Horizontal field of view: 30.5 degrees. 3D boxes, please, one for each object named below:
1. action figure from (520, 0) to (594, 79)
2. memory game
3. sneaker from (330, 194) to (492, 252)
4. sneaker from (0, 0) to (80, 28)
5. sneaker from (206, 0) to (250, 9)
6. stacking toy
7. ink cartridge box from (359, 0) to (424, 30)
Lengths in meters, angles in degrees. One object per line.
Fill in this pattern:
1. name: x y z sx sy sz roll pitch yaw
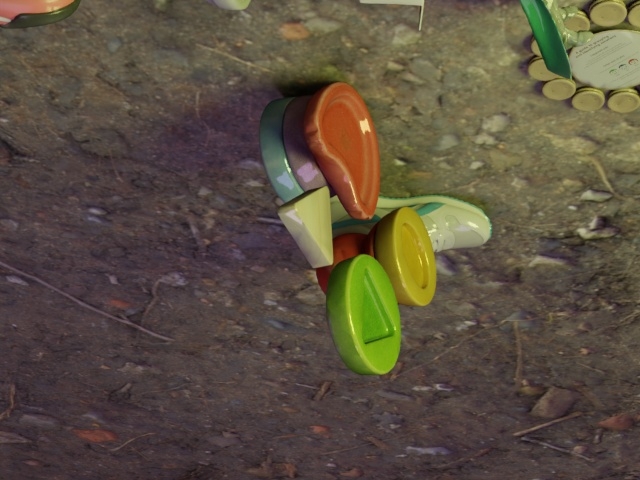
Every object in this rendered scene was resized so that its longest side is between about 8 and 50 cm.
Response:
1. action figure: 0.176 -0.268 1.055 0.063 0.137 0.232 -30 130 13
2. memory game: 0.311 -0.193 1.240 0.186 0.012 0.186 5 150 3
3. sneaker: 0.106 -0.005 1.517 0.229 0.092 0.087 2 148 4
4. sneaker: -0.331 -0.299 0.984 0.314 0.116 0.136 37 135 4
5. sneaker: -0.175 -0.317 1.030 0.169 0.108 0.292 -5 139 21
6. stacking toy: 0.000 0.000 1.319 0.130 0.279 0.309 -12 120 26
7. ink cartridge box: 0.066 -0.281 1.037 0.062 0.104 0.181 4 149 4
